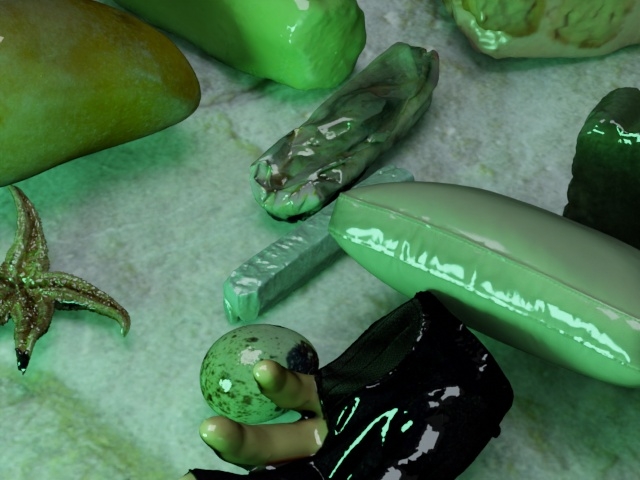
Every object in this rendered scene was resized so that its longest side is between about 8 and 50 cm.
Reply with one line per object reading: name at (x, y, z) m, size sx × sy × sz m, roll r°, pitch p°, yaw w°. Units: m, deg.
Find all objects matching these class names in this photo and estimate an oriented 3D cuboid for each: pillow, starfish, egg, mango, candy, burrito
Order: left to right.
mango at (-0.307, -0.149, 1.756) m, size 0.384 × 0.199 × 0.221 m, roll -6°, pitch 8°, yaw -13°
starfish at (-0.276, 0.041, 1.652) m, size 0.213 × 0.057 × 0.238 m, roll 4°, pitch 42°, yaw -1°
candy at (-0.109, -0.279, 1.947) m, size 0.343 × 0.142 × 0.132 m, roll 31°, pitch 37°, yaw 29°
egg at (-0.051, 0.114, 1.548) m, size 0.110 × 0.085 × 0.085 m, roll -8°, pitch 41°, yaw -27°
burrito at (0.037, -0.113, 1.815) m, size 0.096 × 0.066 × 0.309 m, roll 20°, pitch 43°, yaw 24°
pillow at (0.187, 0.036, 1.563) m, size 0.322 × 0.120 × 0.255 m, roll 25°, pitch 8°, yaw 24°

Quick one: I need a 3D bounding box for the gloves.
gloves at (0.019, 0.171, 1.435) m, size 0.301 × 0.152 × 0.197 m, roll -20°, pitch 37°, yaw -21°

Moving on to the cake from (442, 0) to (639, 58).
cake at (0.263, -0.383, 1.957) m, size 0.306 × 0.293 × 0.314 m, roll -8°, pitch 46°, yaw -17°

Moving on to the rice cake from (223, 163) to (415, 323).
rice cake at (0.000, 0.000, 1.703) m, size 0.042 × 0.045 × 0.245 m, roll 33°, pitch 51°, yaw 30°

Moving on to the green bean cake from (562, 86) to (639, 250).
green bean cake at (0.318, -0.032, 1.638) m, size 0.183 × 0.185 × 0.094 m, roll 20°, pitch 40°, yaw 18°
